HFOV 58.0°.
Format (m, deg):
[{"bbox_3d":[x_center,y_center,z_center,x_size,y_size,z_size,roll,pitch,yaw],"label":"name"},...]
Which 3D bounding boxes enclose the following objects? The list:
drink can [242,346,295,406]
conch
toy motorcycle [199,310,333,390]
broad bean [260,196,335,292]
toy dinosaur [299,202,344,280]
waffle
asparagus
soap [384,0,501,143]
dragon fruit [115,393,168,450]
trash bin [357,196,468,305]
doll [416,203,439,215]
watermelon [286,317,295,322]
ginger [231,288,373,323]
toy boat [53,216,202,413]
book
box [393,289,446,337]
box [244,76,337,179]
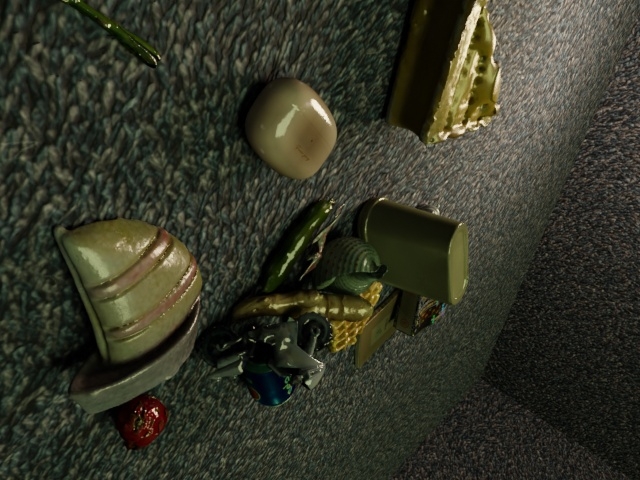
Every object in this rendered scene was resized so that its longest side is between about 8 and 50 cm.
[{"bbox_3d":[-0.119,0.291,1.304,0.118,0.118,0.205,-43,147,-25],"label":"drink can"},{"bbox_3d":[0.066,0.051,1.330,0.172,0.131,0.200,12,149,-35],"label":"conch"},{"bbox_3d":[-0.100,0.234,1.155,0.270,0.159,0.106,-9,165,-12],"label":"toy motorcycle"},{"bbox_3d":[-0.050,0.006,1.206,0.255,0.046,0.065,-54,164,-8],"label":"broad bean"},{"bbox_3d":[0.001,0.001,1.250,0.220,0.032,0.108,-63,180,-31],"label":"toy dinosaur"},{"bbox_3d":[0.091,0.207,1.607,0.229,0.057,0.219,-41,147,-28],"label":"waffle"},{"bbox_3d":[-0.262,-0.259,0.652,0.023,0.022,0.233,-17,161,20],"label":"asparagus"},{"bbox_3d":[0.311,-0.402,1.241,0.304,0.169,0.339,-26,139,-44],"label":"soap"},{"bbox_3d":[-0.336,0.341,1.075,0.094,0.094,0.190,-35,166,-34],"label":"dragon fruit"},{"bbox_3d":[0.227,0.026,1.403,0.121,0.247,0.244,-42,135,-36],"label":"trash bin"},{"bbox_3d":[0.279,-0.050,1.637,0.180,0.079,0.094,-34,172,-25],"label":"doll"},{"bbox_3d":[-0.041,0.187,1.376,0.085,0.061,0.085,-36,158,-17],"label":"watermelon"},{"bbox_3d":[-0.039,0.148,1.267,0.333,0.147,0.081,10,76,-39],"label":"ginger"},{"bbox_3d":[-0.274,0.101,0.905,0.276,0.111,0.294,-22,126,-57],"label":"toy boat"},{"bbox_3d":[0.220,0.258,1.889,0.310,0.021,0.217,-38,146,-31],"label":"book"},{"bbox_3d":[0.342,0.133,1.850,0.198,0.084,0.311,-24,130,-43],"label":"box"},{"bbox_3d":[-0.047,-0.186,0.981,0.146,0.088,0.200,-55,152,-2],"label":"box"}]
